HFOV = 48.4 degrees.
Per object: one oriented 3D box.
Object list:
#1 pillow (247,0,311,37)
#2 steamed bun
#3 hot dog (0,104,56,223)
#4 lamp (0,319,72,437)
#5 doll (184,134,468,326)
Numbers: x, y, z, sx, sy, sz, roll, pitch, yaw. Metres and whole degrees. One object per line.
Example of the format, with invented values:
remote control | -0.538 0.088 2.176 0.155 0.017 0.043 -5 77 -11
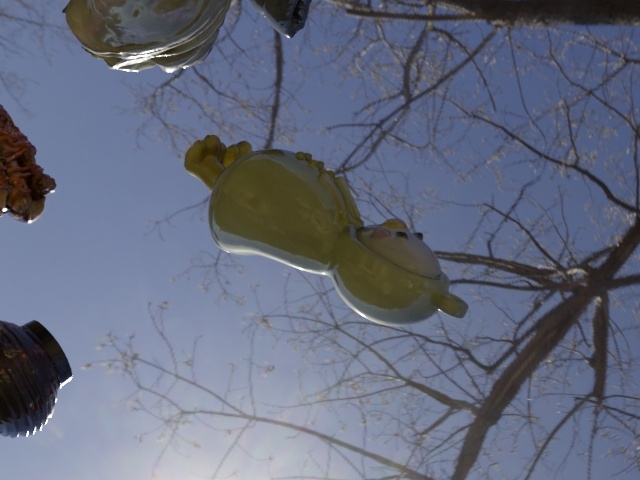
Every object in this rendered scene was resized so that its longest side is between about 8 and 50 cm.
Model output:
pillow | -0.082 -0.552 1.246 0.101 0.326 0.228 -30 -112 -30
steamed bun | -0.233 -0.377 1.109 0.280 0.207 0.268 -13 -131 40
hot dog | -0.587 -0.172 1.265 0.117 0.158 0.349 -48 -124 15
lamp | -0.600 0.262 1.330 0.246 0.247 0.247 -7 -105 26
doll | 0.005 -0.011 0.648 0.296 0.141 0.117 23 -85 25
